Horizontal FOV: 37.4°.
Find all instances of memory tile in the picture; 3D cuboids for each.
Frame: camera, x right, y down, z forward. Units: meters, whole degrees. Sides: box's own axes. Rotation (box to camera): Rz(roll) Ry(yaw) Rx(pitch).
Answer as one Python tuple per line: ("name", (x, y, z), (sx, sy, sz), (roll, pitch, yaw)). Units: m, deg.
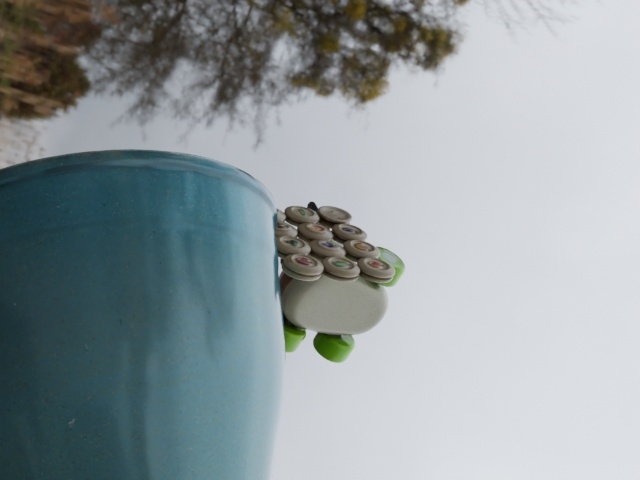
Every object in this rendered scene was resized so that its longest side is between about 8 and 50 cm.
("memory tile", (0.000, 0.000, 0.908), (0.148, 0.113, 0.012), (-127, -134, -56))

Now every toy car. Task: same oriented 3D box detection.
("toy car", (-0.006, 0.034, 1.212), (0.155, 0.149, 0.188), (-58, -145, 22))

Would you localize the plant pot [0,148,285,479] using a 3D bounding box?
("plant pot", (-0.143, 0.112, 0.676), (0.271, 0.271, 0.255), (-41, -125, 51))
